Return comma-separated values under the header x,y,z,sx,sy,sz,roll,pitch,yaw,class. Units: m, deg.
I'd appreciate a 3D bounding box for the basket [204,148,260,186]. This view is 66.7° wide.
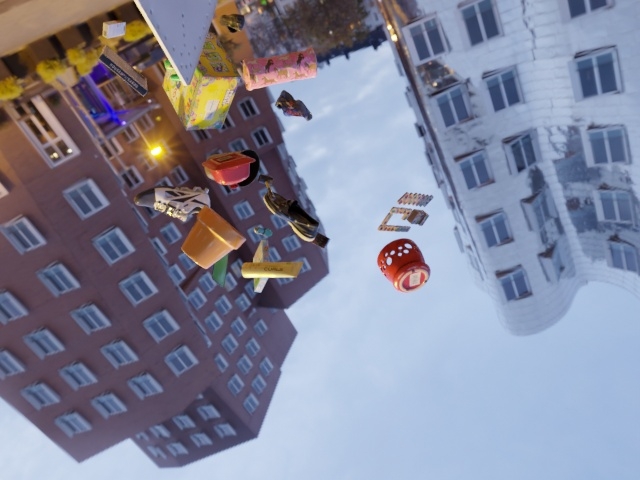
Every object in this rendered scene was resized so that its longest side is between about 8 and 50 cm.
x,y,z,sx,sy,sz,roll,pitch,yaw,class
-0.436,-0.351,2.344,0.227,0.154,0.204,9,-128,38,basket

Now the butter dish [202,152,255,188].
x,y,z,sx,sy,sz,roll,pitch,yaw,class
-0.324,-0.243,1.757,0.160,0.118,0.160,-21,-152,-25,butter dish

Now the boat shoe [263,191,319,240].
x,y,z,sx,sy,sz,roll,pitch,yaw,class
-0.137,-0.147,2.396,0.127,0.340,0.113,-24,155,-48,boat shoe

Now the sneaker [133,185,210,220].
x,y,z,sx,sy,sz,roll,pitch,yaw,class
-0.650,-0.158,2.161,0.331,0.146,0.122,-5,161,-26,sneaker

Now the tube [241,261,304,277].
x,y,z,sx,sy,sz,roll,pitch,yaw,class
-0.187,0.112,1.887,0.241,0.062,0.069,-1,-104,21,tube

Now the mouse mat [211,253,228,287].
x,y,z,sx,sy,sz,roll,pitch,yaw,class
-0.462,0.112,2.245,0.007,0.152,0.189,-2,-113,10,mouse mat

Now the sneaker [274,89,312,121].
x,y,z,sx,sy,sz,roll,pitch,yaw,class
-0.115,-0.562,2.094,0.087,0.083,0.221,-49,-126,2,sneaker

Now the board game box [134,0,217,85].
x,y,z,sx,sy,sz,roll,pitch,yaw,class
-0.366,-0.657,1.191,0.051,0.390,0.389,6,-111,11,board game box

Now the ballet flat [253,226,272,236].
x,y,z,sx,sy,sz,roll,pitch,yaw,class
-0.283,-0.046,2.374,0.041,0.114,0.041,-8,-104,34,ballet flat

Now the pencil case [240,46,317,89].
x,y,z,sx,sy,sz,roll,pitch,yaw,class
-0.204,-0.876,2.477,0.387,0.160,0.167,-15,-111,-10,pencil case

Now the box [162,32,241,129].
x,y,z,sx,sy,sz,roll,pitch,yaw,class
-0.509,-0.670,2.049,0.177,0.279,0.290,-15,155,-38,box

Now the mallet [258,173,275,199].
x,y,z,sx,sy,sz,roll,pitch,yaw,class
-0.211,-0.222,2.072,0.039,0.063,0.189,-63,-143,26,mallet

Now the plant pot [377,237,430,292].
x,y,z,sx,sy,sz,roll,pitch,yaw,class
0.355,0.113,2.056,0.191,0.191,0.174,-26,-137,3,plant pot

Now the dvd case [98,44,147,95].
x,y,z,sx,sy,sz,roll,pitch,yaw,class
-0.699,-0.608,1.732,0.029,0.179,0.238,-45,-146,8,dvd case

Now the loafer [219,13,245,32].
x,y,z,sx,sy,sz,roll,pitch,yaw,class
-0.423,-1.023,2.298,0.076,0.078,0.223,-5,-159,-32,loafer

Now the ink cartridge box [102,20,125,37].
x,y,z,sx,sy,sz,roll,pitch,yaw,class
-0.942,-0.968,2.222,0.029,0.062,0.115,29,-142,7,ink cartridge box

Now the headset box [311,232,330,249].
x,y,z,sx,sy,sz,roll,pitch,yaw,class
0.000,0.000,2.500,0.083,0.032,0.062,28,-95,16,headset box

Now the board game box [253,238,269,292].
x,y,z,sx,sy,sz,roll,pitch,yaw,class
-0.291,0.124,2.400,0.160,0.039,0.211,120,-28,-42,board game box

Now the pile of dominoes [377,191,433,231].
x,y,z,sx,sy,sz,roll,pitch,yaw,class
0.362,-0.104,1.980,0.040,0.251,0.195,47,-62,30,pile of dominoes

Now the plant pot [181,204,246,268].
x,y,z,sx,sy,sz,roll,pitch,yaw,class
-0.427,-0.001,1.879,0.188,0.205,0.205,-49,-151,-3,plant pot
